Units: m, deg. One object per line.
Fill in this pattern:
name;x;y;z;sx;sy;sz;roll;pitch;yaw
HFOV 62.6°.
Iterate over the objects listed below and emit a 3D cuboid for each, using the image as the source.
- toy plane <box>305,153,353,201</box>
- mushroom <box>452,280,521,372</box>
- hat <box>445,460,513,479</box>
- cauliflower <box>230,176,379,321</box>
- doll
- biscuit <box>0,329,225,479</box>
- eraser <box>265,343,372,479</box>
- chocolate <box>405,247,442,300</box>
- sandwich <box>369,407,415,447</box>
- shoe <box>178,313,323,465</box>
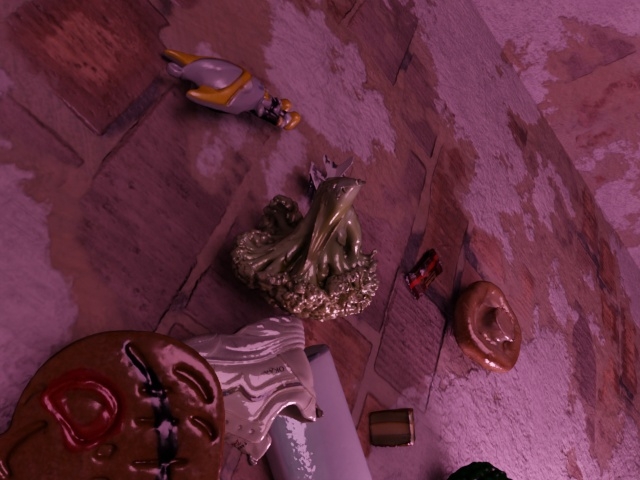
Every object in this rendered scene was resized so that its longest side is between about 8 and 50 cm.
toy plane;0.009;-0.098;1.226;0.160;0.082;0.234;39;66;-43
mushroom;0.481;0.246;1.527;0.278;0.146;0.278;18;57;-31
hat;0.335;0.697;1.201;0.332;0.242;0.274;-26;72;-24
cauliflower;-0.016;0.010;1.032;0.327;0.261;0.280;7;95;-44
doll;-0.173;-0.302;1.086;0.316;0.103;0.145;11;64;-49
biscuit;-0.288;0.300;0.689;0.314;0.063;0.367;8;85;-19
eraser;-0.020;0.366;1.003;0.189;0.104;0.289;-17;89;-45
chocolate;0.294;0.092;1.474;0.182;0.028;0.086;-36;105;-47
sandwich;0.207;0.426;1.206;0.163;0.114;0.079;14;66;-43
shoe;-0.149;0.252;0.826;0.342;0.132;0.210;-12;70;-31
